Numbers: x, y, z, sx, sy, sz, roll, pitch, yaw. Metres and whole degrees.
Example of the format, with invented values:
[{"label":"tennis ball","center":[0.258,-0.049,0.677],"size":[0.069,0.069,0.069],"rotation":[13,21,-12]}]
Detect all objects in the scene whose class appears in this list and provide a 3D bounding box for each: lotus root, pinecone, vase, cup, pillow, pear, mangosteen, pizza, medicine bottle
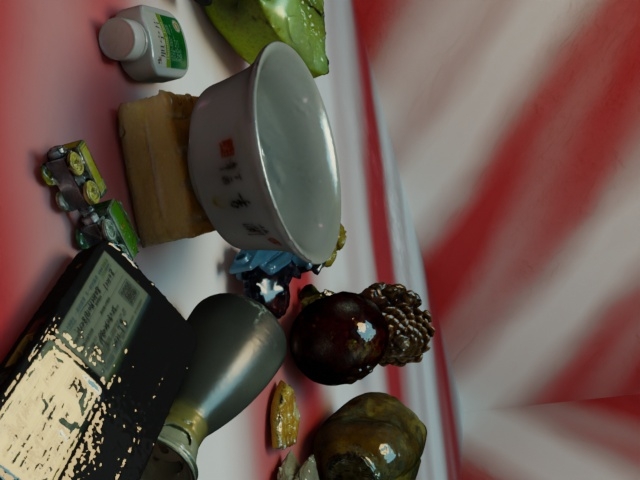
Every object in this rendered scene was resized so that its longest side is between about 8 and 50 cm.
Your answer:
[{"label":"lotus root","center":[0.105,0.495,1.752],"size":[0.346,0.251,0.250],"rotation":[-4,84,-72]},{"label":"pinecone","center":[0.189,0.235,2.161],"size":[0.264,0.264,0.264],"rotation":[-10,90,-73]},{"label":"vase","center":[-0.181,0.229,1.146],"size":[0.321,0.173,0.173],"rotation":[-57,135,-56]},{"label":"cup","center":[-0.098,-0.124,1.203],"size":[0.347,0.163,0.347],"rotation":[-8,90,-70]},{"label":"pillow","center":[-0.042,0.533,1.526],"size":[0.134,0.078,0.181],"rotation":[-51,132,-64]},{"label":"pear","center":[-0.138,-0.523,1.605],"size":[0.318,0.239,0.342],"rotation":[12,74,-58]},{"label":"mangosteen","center":[0.022,0.196,1.745],"size":[0.289,0.231,0.231],"rotation":[53,-1,36]},{"label":"pizza","center":[-0.077,0.368,1.573],"size":[0.099,0.036,0.160],"rotation":[62,25,-43]},{"label":"medicine bottle","center":[-0.287,-0.323,1.255],"size":[0.183,0.069,0.119],"rotation":[-28,109,-71]}]

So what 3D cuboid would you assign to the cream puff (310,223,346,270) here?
[{"label":"cream puff","center":[0.001,0.000,1.871],"size":[0.121,0.156,0.156],"rotation":[-5,85,-55]}]

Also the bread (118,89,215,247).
[{"label":"bread","center":[-0.221,-0.123,1.277],"size":[0.246,0.111,0.239],"rotation":[-18,98,-73]}]

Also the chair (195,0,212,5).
[{"label":"chair","center":[-0.261,-0.546,1.425],"size":[0.104,0.095,0.221],"rotation":[58,23,-85]}]

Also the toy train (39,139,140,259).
[{"label":"toy train","center":[-0.311,-0.044,1.040],"size":[0.081,0.060,0.202],"rotation":[-86,160,-59]}]

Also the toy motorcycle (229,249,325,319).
[{"label":"toy motorcycle","center":[-0.092,-0.028,1.587],"size":[0.232,0.172,0.416],"rotation":[63,32,-28]}]

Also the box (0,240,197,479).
[{"label":"box","center":[-0.276,0.177,0.922],"size":[0.211,0.058,0.350],"rotation":[52,33,-25]}]
